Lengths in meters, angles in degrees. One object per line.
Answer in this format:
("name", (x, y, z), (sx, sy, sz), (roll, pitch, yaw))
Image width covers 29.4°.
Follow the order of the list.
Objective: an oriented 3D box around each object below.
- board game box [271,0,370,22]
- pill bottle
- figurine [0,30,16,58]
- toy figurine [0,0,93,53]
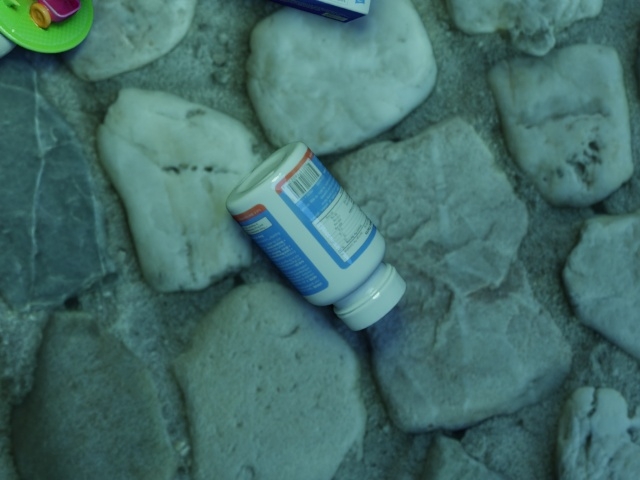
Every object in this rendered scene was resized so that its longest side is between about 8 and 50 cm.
("board game box", (-0.091, -0.419, 1.441), (0.347, 0.078, 0.233), (12, 88, -20))
("pill bottle", (0.000, 0.000, 1.465), (0.124, 0.124, 0.221), (-43, 105, -13))
("figurine", (-0.460, -0.212, 1.316), (0.215, 0.092, 0.209), (40, 75, -18))
("toy figurine", (-0.293, -0.313, 1.313), (0.173, 0.159, 0.130), (51, 52, -3))
